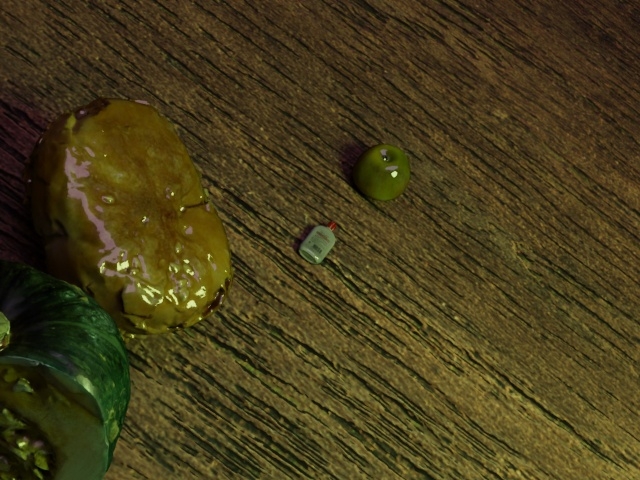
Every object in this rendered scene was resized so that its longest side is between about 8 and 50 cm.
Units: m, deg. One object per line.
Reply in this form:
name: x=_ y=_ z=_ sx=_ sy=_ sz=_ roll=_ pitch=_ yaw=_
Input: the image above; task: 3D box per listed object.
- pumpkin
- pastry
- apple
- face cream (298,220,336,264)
pumpkin: x=-0.340 y=0.128 z=1.244 sx=0.292 sy=0.263 sz=0.197 roll=19 pitch=38 yaw=-9
pastry: x=-0.244 y=-0.018 z=1.483 sx=0.255 sy=0.162 sz=0.311 roll=-8 pitch=71 yaw=-48
apple: x=0.093 y=-0.104 z=1.826 sx=0.089 sy=0.074 sz=0.090 roll=3 pitch=53 yaw=-4
face cream: x=0.000 y=0.000 z=1.721 sx=0.040 sy=0.021 sz=0.083 roll=39 pitch=45 yaw=0
